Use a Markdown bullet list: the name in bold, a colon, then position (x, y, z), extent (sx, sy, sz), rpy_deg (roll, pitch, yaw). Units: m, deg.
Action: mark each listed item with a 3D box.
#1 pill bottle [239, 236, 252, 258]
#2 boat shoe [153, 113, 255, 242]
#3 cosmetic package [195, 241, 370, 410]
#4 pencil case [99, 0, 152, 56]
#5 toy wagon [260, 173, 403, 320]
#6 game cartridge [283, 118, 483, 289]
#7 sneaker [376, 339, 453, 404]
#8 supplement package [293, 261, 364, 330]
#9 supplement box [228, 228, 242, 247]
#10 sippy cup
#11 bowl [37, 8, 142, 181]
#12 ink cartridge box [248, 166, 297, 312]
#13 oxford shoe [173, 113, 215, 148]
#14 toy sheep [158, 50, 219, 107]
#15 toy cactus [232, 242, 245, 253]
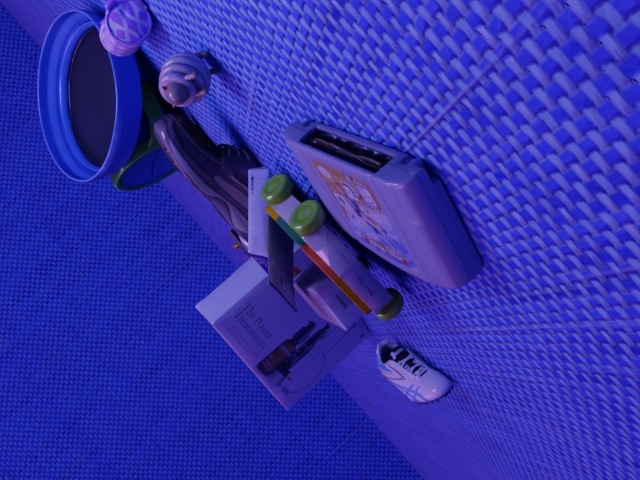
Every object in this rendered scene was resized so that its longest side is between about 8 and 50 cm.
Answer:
- **pill bottle**: position (-0.138, -0.018, 1.664), extent (0.108, 0.108, 0.180), rpy_deg (46, 168, 11)
- **boat shoe**: position (-0.198, -0.139, 1.441), extent (0.132, 0.130, 0.355), rpy_deg (41, 173, 46)
- **cosmetic package**: position (-0.073, 0.188, 1.657), extent (0.097, 0.284, 0.377), rpy_deg (34, 162, 47)
- **pencil case**: position (-0.370, -0.396, 1.324), extent (0.088, 0.086, 0.206), rpy_deg (37, 173, -20)
- **toy wagon**: position (0.000, 0.000, 1.204), extent (0.267, 0.068, 0.344), rpy_deg (47, 178, -37)
- **game cartridge**: position (0.074, -0.047, 0.914), extent (0.297, 0.062, 0.198), rpy_deg (32, 156, 55)
- **sneaker**: position (0.187, 0.273, 1.483), extent (0.086, 0.085, 0.237), rpy_deg (61, 162, -21)
- **supplement package**: position (0.030, 0.095, 1.413), extent (0.105, 0.105, 0.179), rpy_deg (51, 169, -14)
- **supplement box**: position (-0.198, -0.029, 1.914), extent (0.056, 0.083, 0.083), rpy_deg (50, 170, -4)
- **sippy cup**: position (-0.462, -0.279, 1.778), extent (0.224, 0.305, 0.240), rpy_deg (58, -153, 7)
- **bowl**: position (-0.541, -0.333, 1.650), extent (0.391, 0.077, 0.391), rpy_deg (10, 104, 44)
- **ink cartridge box**: position (-0.091, 0.007, 1.344), extent (0.223, 0.045, 0.224), rpy_deg (62, -156, -68)
- **oxford shoe**: position (-0.267, -0.204, 1.653), extent (0.096, 0.083, 0.227), rpy_deg (3, 138, 48)
- **toy sheep**: position (-0.217, -0.266, 1.152), extent (0.091, 0.132, 0.091), rpy_deg (9, 135, 9)
- **toy cactus**: position (-0.209, 0.024, 2.136), extent (0.219, 0.112, 0.181), rpy_deg (47, 163, 56)
